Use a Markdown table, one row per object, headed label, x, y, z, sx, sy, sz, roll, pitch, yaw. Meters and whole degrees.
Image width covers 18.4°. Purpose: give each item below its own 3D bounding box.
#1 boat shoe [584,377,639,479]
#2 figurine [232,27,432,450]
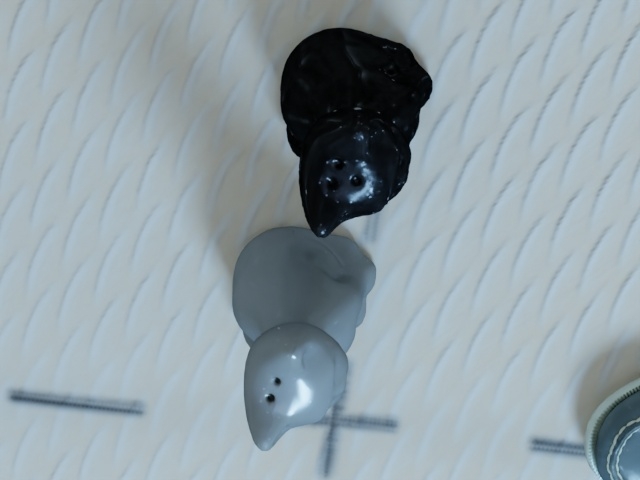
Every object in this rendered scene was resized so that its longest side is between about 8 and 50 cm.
| label | x | y | z | sx | sy | sz | roll | pitch | yaw |
| --- | --- | --- | --- | --- | --- | --- | --- | --- | --- |
| boat shoe | 0.329 | 0.143 | 1.239 | 0.320 | 0.099 | 0.116 | 5 | 107 | 1 |
| figurine | 0.000 | 0.000 | 1.151 | 0.092 | 0.209 | 0.214 | 14 | 107 | -2 |
